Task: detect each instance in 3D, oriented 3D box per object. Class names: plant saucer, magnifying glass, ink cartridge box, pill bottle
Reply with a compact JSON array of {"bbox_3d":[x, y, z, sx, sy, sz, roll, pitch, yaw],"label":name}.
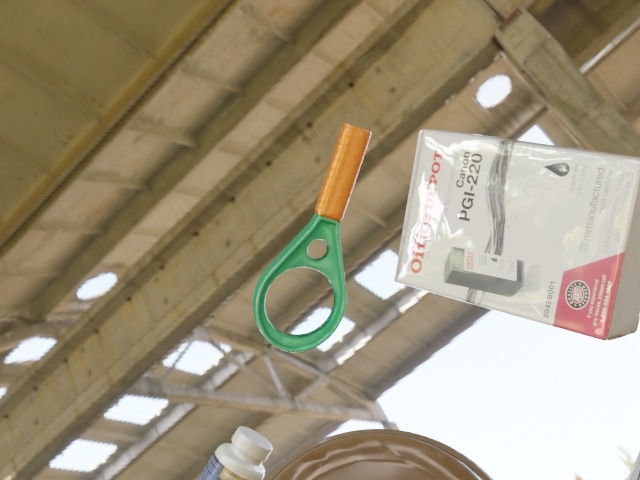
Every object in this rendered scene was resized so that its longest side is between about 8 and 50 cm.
[{"bbox_3d":[0.047,0.280,0.674,0.277,0.278,0.041,-22,-43,-13],"label":"plant saucer"},{"bbox_3d":[0.000,0.000,0.762,0.092,0.026,0.231,16,-83,-16],"label":"magnifying glass"},{"bbox_3d":[0.190,-0.012,0.729,0.092,0.217,0.159,0,-78,-51],"label":"ink cartridge box"},{"bbox_3d":[-0.109,0.289,0.939,0.120,0.067,0.067,-58,-35,0],"label":"pill bottle"}]

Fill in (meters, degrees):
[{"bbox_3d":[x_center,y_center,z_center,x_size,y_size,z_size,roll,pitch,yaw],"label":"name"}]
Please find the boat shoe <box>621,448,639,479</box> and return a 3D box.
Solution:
[{"bbox_3d":[0.320,0.291,0.823,0.083,0.075,0.226,30,-102,-44],"label":"boat shoe"}]
